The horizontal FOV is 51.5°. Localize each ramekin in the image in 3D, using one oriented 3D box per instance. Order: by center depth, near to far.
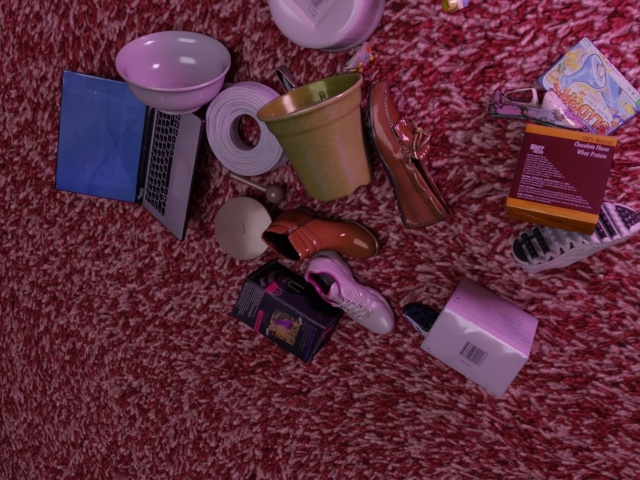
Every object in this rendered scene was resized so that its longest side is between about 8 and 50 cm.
[{"bbox_3d":[0.008,-0.591,1.593,0.277,0.135,0.277,8,112,22],"label":"ramekin"}]

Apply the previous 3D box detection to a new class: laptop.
[{"bbox_3d":[-0.563,-0.241,1.918,0.408,0.236,0.381,37,124,38],"label":"laptop"}]

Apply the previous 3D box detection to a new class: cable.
[{"bbox_3d":[-0.192,-0.304,1.817,0.257,0.089,0.257,3,110,24],"label":"cable"}]

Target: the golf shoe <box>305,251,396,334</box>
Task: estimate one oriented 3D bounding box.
[{"bbox_3d":[0.075,0.162,1.837,0.306,0.140,0.115,42,119,4],"label":"golf shoe"}]

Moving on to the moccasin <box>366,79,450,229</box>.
[{"bbox_3d":[0.219,-0.213,1.633,0.147,0.139,0.379,-17,98,22],"label":"moccasin"}]

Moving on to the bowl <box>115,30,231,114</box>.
[{"bbox_3d":[-0.386,-0.431,1.778,0.298,0.298,0.134,22,139,16],"label":"bowl"}]

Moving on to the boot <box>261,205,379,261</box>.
[{"bbox_3d":[0.000,0.000,1.763,0.284,0.220,0.109,29,118,13],"label":"boot"}]

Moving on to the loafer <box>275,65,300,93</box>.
[{"bbox_3d":[-0.082,-0.404,1.758,0.045,0.039,0.125,-29,94,30],"label":"loafer"}]

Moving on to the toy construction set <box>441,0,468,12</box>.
[{"bbox_3d":[0.259,-0.668,1.412,0.215,0.151,0.327,45,136,50],"label":"toy construction set"}]

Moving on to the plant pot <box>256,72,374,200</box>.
[{"bbox_3d":[0.015,-0.248,1.663,0.276,0.276,0.253,-9,116,28],"label":"plant pot"}]

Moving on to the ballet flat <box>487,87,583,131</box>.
[{"bbox_3d":[0.483,-0.302,1.495,0.222,0.077,0.079,21,114,36],"label":"ballet flat"}]

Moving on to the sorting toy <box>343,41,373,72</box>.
[{"bbox_3d":[0.089,-0.445,1.643,0.045,0.075,0.083,48,121,2],"label":"sorting toy"}]

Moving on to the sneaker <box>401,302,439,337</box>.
[{"bbox_3d":[0.304,0.250,1.794,0.211,0.080,0.081,37,138,17],"label":"sneaker"}]

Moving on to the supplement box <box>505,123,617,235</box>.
[{"bbox_3d":[0.533,-0.135,1.474,0.192,0.129,0.194,13,84,20],"label":"supplement box"}]

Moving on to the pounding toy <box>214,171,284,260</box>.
[{"bbox_3d":[-0.194,-0.065,1.907,0.183,0.110,0.236,20,102,15],"label":"pounding toy"}]

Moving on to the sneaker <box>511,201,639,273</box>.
[{"bbox_3d":[0.601,-0.001,1.561,0.292,0.110,0.118,-18,144,15],"label":"sneaker"}]

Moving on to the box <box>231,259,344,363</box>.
[{"bbox_3d":[-0.091,0.199,1.910,0.270,0.165,0.143,31,118,11],"label":"box"}]

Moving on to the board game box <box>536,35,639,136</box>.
[{"bbox_3d":[0.600,-0.331,1.469,0.201,0.035,0.136,47,120,3],"label":"board game box"}]

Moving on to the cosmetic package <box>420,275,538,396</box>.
[{"bbox_3d":[0.402,0.231,1.658,0.224,0.225,0.138,31,116,11],"label":"cosmetic package"}]
